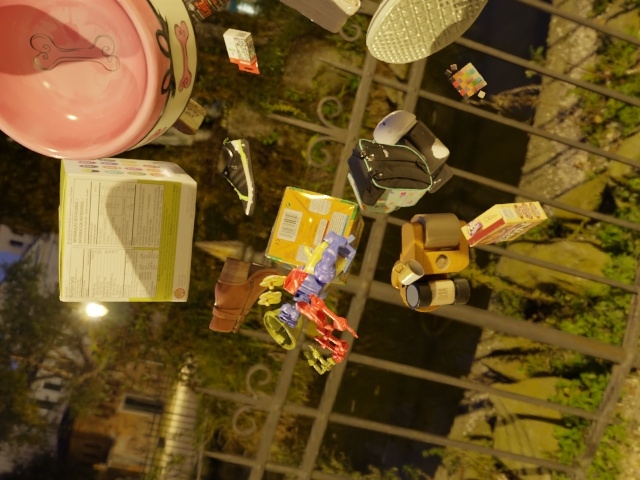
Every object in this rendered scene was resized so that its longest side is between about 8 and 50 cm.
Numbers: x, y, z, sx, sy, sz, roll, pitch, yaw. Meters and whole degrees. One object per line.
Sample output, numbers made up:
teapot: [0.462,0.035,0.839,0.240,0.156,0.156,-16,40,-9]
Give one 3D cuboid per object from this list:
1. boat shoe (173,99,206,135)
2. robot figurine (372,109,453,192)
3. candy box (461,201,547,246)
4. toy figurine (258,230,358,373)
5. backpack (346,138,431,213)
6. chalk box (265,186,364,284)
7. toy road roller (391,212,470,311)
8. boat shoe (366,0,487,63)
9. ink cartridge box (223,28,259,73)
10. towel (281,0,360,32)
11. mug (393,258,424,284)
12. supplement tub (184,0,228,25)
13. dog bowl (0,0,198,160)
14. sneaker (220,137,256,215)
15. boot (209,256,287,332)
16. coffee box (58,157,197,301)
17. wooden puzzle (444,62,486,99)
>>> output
boat shoe: [-0.439,-0.410,1.720,0.104,0.285,0.089,8,63,44]
robot figurine: [0.289,-0.277,1.961,0.173,0.278,0.209,-46,5,-26]
candy box: [0.426,-0.039,1.435,0.109,0.186,0.053,-40,67,43]
toy figurine: [0.018,0.093,1.204,0.217,0.191,0.363,-54,-8,-24]
backpack: [0.170,-0.153,1.532,0.144,0.188,0.166,115,143,-49]
chalk box: [0.000,0.000,1.552,0.289,0.179,0.180,43,-117,-77]
toy road roller: [0.346,0.072,2.073,0.240,0.202,0.330,-168,76,-67]
boat shoe: [0.256,-0.547,1.220,0.500,0.186,0.156,-48,35,49]
ink cartridge box: [-0.189,-0.449,1.502,0.029,0.062,0.115,-57,-26,-32]
towel: [-0.038,-0.696,1.744,0.049,0.282,0.187,-65,14,-11]
mug: [0.258,0.093,1.849,0.064,0.078,0.062,-48,-10,36]
supplement tub: [-0.366,-0.684,1.793,0.197,0.106,0.106,-33,23,8]
dog bowl: [-0.428,-0.322,1.076,0.150,0.407,0.408,-84,13,-61]
sneaker: [-0.247,-0.189,1.861,0.084,0.097,0.235,-121,24,-87]
boot: [-0.219,0.177,1.893,0.283,0.109,0.220,17,-93,-63]
coffee box: [-0.557,-0.041,1.752,0.337,0.334,0.339,-146,61,-62]
wooden puzzle: [0.269,-0.291,1.135,0.049,0.083,0.006,-34,13,42]
